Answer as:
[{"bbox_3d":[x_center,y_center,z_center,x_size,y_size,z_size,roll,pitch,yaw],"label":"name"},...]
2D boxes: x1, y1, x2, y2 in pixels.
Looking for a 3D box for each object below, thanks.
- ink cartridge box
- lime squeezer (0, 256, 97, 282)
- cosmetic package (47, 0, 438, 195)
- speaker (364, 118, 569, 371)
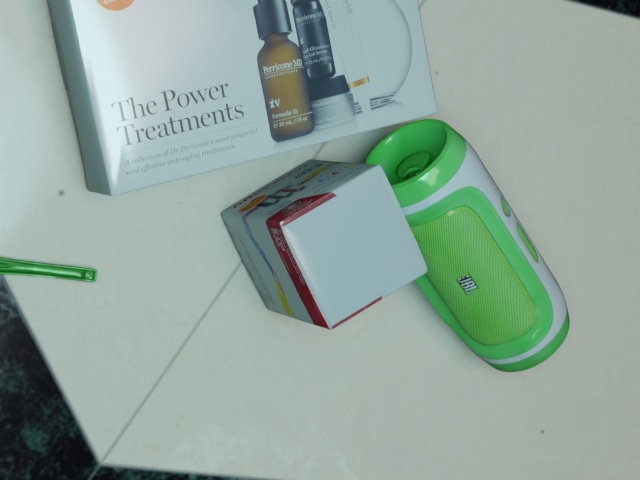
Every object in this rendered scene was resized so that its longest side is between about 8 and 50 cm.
[{"bbox_3d":[0.000,0.000,1.628,0.128,0.176,0.127,-31,106,-19],"label":"ink cartridge box"},{"bbox_3d":[-0.359,0.017,1.512,0.310,0.110,0.059,6,76,-55],"label":"lime squeezer"},{"bbox_3d":[-0.082,-0.228,1.608,0.377,0.097,0.285,-16,100,-22],"label":"cosmetic package"},{"bbox_3d":[0.162,0.009,1.708,0.131,0.131,0.296,-45,123,-13],"label":"speaker"}]
